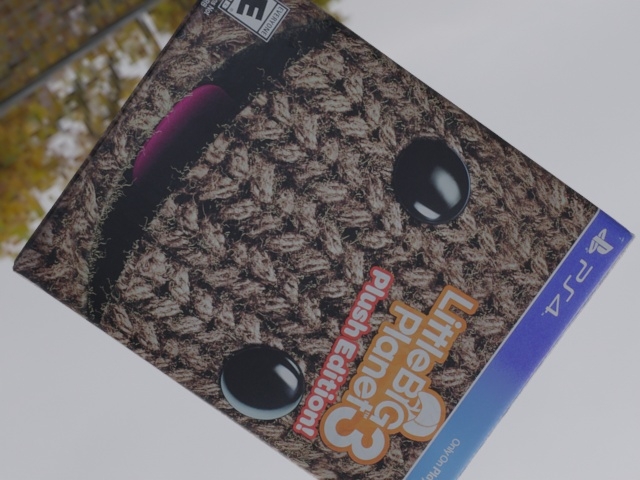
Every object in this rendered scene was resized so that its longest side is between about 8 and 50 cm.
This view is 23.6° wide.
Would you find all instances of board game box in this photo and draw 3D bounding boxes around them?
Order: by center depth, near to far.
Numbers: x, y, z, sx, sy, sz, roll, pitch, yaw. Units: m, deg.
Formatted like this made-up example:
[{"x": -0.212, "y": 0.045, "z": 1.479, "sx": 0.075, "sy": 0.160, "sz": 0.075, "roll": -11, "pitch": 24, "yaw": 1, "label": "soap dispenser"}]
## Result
[{"x": 0.000, "y": 0.000, "z": 0.956, "sx": 0.232, "sy": 0.291, "sz": 0.141, "roll": -55, "pitch": -175, "yaw": 4, "label": "board game box"}]
